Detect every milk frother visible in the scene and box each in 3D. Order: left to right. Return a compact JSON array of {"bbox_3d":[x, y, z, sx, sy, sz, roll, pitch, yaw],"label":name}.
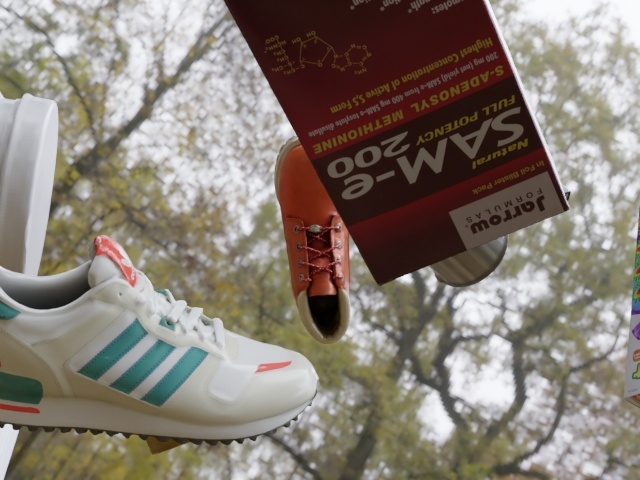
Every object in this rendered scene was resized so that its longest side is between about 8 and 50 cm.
[{"bbox_3d":[0.127,-0.013,1.001,0.129,0.143,0.134,-34,-46,19],"label":"milk frother"}]

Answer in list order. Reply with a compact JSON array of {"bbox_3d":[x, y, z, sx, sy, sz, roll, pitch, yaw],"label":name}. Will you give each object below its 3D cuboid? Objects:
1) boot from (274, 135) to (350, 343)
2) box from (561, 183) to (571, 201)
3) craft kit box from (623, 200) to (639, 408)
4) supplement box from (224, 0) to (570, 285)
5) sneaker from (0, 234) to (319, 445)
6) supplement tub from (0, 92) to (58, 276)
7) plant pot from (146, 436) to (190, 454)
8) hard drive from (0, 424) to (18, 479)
[{"bbox_3d":[0.000,0.000,0.840,0.059,0.085,0.158,-7,-62,-1],"label":"boot"},{"bbox_3d":[0.225,-0.084,1.439,0.162,0.116,0.029,44,-42,34],"label":"box"},{"bbox_3d":[0.409,0.026,1.078,0.061,0.247,0.250,27,-34,-24],"label":"craft kit box"},{"bbox_3d":[0.040,-0.103,0.646,0.130,0.073,0.239,-23,-61,13],"label":"supplement box"},{"bbox_3d":[-0.075,0.039,0.475,0.161,0.075,0.057,5,15,-14],"label":"sneaker"},{"bbox_3d":[-0.358,-0.049,0.884,0.272,0.191,0.191,8,-26,-9],"label":"supplement tub"},{"bbox_3d":[-0.113,0.113,0.930,0.081,0.081,0.083,-22,-78,21],"label":"plant pot"},{"bbox_3d":[-0.397,0.173,1.108,0.203,0.307,0.040,38,-56,-26],"label":"hard drive"}]
